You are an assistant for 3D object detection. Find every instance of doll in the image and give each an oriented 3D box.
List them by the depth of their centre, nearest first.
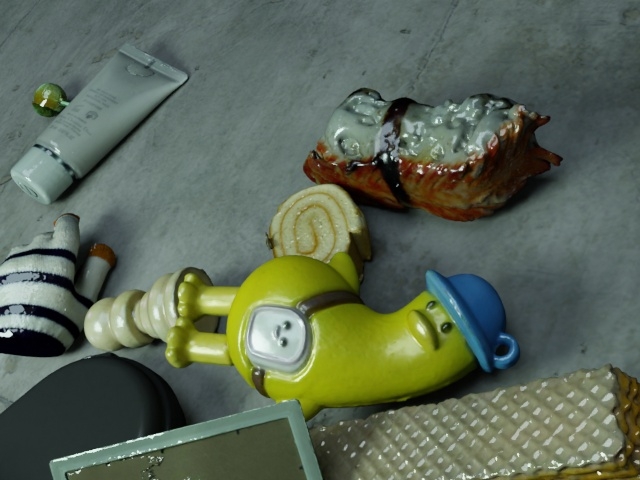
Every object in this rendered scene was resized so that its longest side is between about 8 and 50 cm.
[{"bbox_3d":[0.020,0.103,0.869,0.363,0.145,0.199,2,67,18],"label":"doll"}]

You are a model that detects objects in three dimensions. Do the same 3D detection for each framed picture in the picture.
[{"bbox_3d":[-0.112,0.279,0.795,0.273,0.016,0.216,-16,90,16],"label":"framed picture"}]

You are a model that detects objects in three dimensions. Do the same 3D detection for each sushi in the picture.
[{"bbox_3d":[0.114,-0.106,0.996,0.332,0.124,0.130,13,69,38],"label":"sushi"}]

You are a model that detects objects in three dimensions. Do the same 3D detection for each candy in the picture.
[{"bbox_3d":[-0.418,-0.228,1.452,0.202,0.061,0.061,18,64,29],"label":"candy"}]

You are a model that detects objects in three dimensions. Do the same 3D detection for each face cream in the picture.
[{"bbox_3d":[-0.362,-0.193,1.359,0.143,0.089,0.314,29,68,21],"label":"face cream"}]

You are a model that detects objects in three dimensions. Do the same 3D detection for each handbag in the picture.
[{"bbox_3d":[-0.288,0.263,0.944,0.308,0.093,0.254,-40,44,-5],"label":"handbag"}]

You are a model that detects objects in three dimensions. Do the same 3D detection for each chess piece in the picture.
[{"bbox_3d":[-0.218,0.094,1.053,0.170,0.094,0.094,-15,48,29],"label":"chess piece"}]

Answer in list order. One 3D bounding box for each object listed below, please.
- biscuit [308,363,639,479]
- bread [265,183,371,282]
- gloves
[{"bbox_3d":[0.111,0.191,0.748,0.379,0.054,0.094,-20,40,34],"label":"biscuit"},{"bbox_3d":[0.000,0.000,1.009,0.122,0.073,0.149,-26,47,7],"label":"bread"},{"bbox_3d":[-0.374,0.047,1.145,0.140,0.131,0.218,-9,60,20],"label":"gloves"}]
